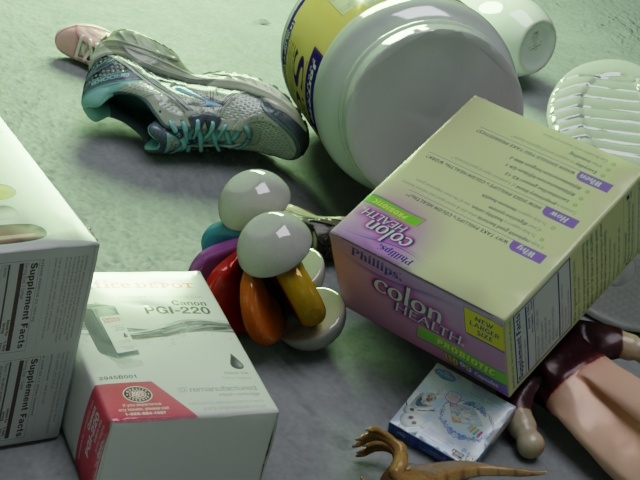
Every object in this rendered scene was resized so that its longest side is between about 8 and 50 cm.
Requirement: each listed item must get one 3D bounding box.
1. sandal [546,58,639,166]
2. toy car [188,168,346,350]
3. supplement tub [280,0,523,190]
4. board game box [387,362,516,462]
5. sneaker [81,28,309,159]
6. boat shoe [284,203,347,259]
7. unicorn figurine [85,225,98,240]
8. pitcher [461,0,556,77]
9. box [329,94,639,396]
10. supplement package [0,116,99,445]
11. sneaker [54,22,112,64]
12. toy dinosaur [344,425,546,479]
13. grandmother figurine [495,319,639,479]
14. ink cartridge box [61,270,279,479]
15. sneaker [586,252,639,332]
[{"bbox_3d":[0.387,-0.089,1.952,0.169,0.102,0.416,0,43,1],"label":"sandal"},{"bbox_3d":[-0.065,0.033,1.479,0.136,0.159,0.182,-26,38,0],"label":"toy car"},{"bbox_3d":[0.094,-0.192,1.768,0.241,0.241,0.331,8,19,-15],"label":"supplement tub"},{"bbox_3d":[0.126,0.171,1.411,0.090,0.020,0.090,29,52,20],"label":"board game box"},{"bbox_3d":[-0.155,-0.141,1.774,0.283,0.110,0.122,20,52,0],"label":"sneaker"},{"bbox_3d":[0.000,0.000,1.638,0.152,0.056,0.049,12,33,12],"label":"boat shoe"},{"bbox_3d":[-0.314,-0.007,1.489,0.111,0.060,0.162,39,20,35],"label":"unicorn figurine"},{"bbox_3d":[0.236,-0.312,2.242,0.178,0.125,0.207,-32,41,-28],"label":"pitcher"},{"bbox_3d":[0.172,-0.001,1.485,0.213,0.117,0.243,27,56,32],"label":"box"},{"bbox_3d":[-0.323,0.022,1.273,0.145,0.204,0.262,-6,36,-35],"label":"supplement package"},{"bbox_3d":[-0.277,-0.238,1.898,0.134,0.051,0.070,17,24,-9],"label":"sneaker"},{"bbox_3d":[0.083,0.216,1.316,0.211,0.064,0.112,-21,64,-35],"label":"toy dinosaur"},{"bbox_3d":[0.260,0.140,1.476,0.208,0.104,0.342,-20,46,-39],"label":"grandmother figurine"},{"bbox_3d":[-0.151,0.121,1.309,0.158,0.092,0.218,0,31,-27],"label":"ink cartridge box"},{"bbox_3d":[0.412,0.054,1.724,0.296,0.104,0.147,13,9,16],"label":"sneaker"}]
